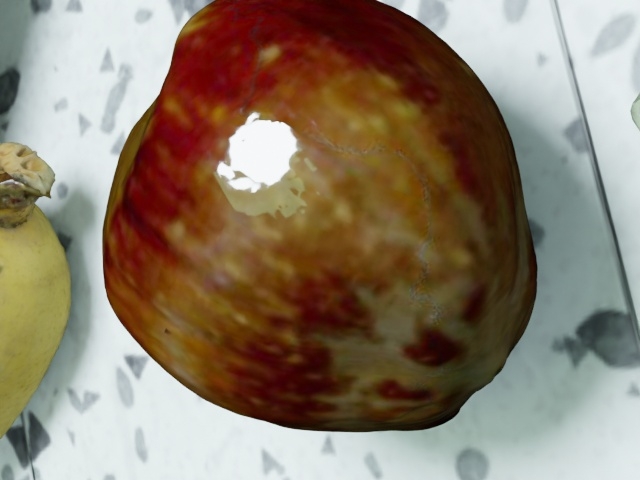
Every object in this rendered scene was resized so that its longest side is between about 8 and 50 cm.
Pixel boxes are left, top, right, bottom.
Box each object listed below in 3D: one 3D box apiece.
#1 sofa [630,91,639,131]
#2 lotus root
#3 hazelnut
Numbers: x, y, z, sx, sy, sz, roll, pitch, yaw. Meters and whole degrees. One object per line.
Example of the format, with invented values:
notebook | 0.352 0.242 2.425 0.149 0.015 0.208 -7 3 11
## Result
sofa | 0.225 -0.034 0.505 0.225 0.176 0.210 -37 67 35
lotus root | -0.255 0.060 0.954 0.146 0.131 0.303 35 116 10
hazelnut | 0.000 0.000 0.669 0.218 0.234 0.218 -4 67 8
